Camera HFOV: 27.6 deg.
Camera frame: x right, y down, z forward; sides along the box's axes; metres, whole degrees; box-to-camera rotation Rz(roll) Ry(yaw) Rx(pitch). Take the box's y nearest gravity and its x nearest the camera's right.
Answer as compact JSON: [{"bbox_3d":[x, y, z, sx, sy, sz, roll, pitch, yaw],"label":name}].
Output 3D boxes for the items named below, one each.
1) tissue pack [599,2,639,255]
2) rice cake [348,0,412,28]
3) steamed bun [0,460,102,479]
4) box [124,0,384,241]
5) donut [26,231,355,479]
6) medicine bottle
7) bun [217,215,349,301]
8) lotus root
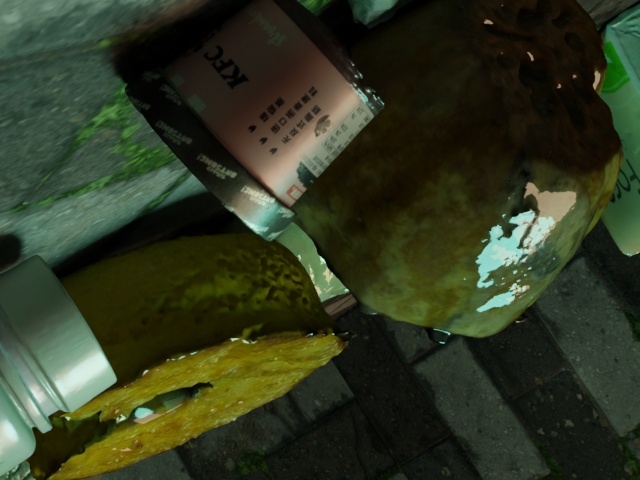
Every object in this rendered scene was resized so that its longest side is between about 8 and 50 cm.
[{"bbox_3d":[0.545,-0.182,2.119,0.205,0.332,0.405,-28,172,-8],"label":"tissue pack"},{"bbox_3d":[0.067,-0.220,0.946,0.085,0.040,0.226,-31,173,-8],"label":"rice cake"},{"bbox_3d":[-0.441,0.331,1.804,0.301,0.199,0.251,-33,173,6],"label":"steamed bun"},{"bbox_3d":[-0.039,-0.096,0.927,0.135,0.151,0.151,-41,172,3],"label":"box"},{"bbox_3d":[-0.174,0.124,1.488,0.377,0.163,0.435,-13,161,-28],"label":"donut"},{"bbox_3d":[-0.335,0.141,1.121,0.293,0.170,0.170,-33,173,-13],"label":"medicine bottle"},{"bbox_3d":[0.000,0.000,1.673,0.259,0.160,0.259,-34,171,-6],"label":"bun"},{"bbox_3d":[0.147,-0.090,1.137,0.316,0.316,0.250,-27,168,-37],"label":"lotus root"}]
